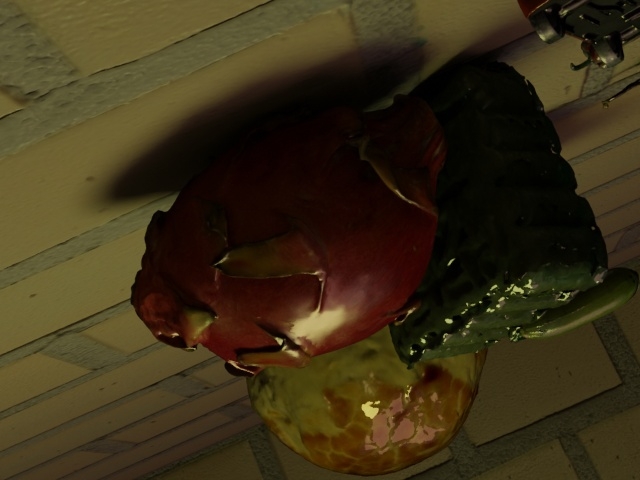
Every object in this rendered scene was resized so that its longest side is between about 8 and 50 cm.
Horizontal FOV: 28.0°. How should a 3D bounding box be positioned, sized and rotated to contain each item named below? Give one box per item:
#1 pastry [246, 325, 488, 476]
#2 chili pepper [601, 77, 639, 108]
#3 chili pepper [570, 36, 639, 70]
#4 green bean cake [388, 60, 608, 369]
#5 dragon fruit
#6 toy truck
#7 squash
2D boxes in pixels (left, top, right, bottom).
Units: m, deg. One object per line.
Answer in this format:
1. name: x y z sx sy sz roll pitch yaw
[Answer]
1. pastry: 0.081 0.208 2.021 0.388 0.313 0.388 -27 167 -6
2. chili pepper: 0.453 -0.222 1.510 0.268 0.050 0.059 -27 152 11
3. chili pepper: 0.309 -0.219 1.276 0.153 0.041 0.050 -42 -174 7
4. green bean cake: 0.141 -0.026 1.290 0.132 0.255 0.241 -6 161 -34
5. dragon fruit: -0.015 -0.001 1.180 0.315 0.250 0.250 -37 173 -21
6. toy truck: 0.216 -0.211 0.965 0.107 0.114 0.252 -28 169 25
7. squash: 0.318 0.084 1.613 0.183 0.052 0.052 -24 168 0
